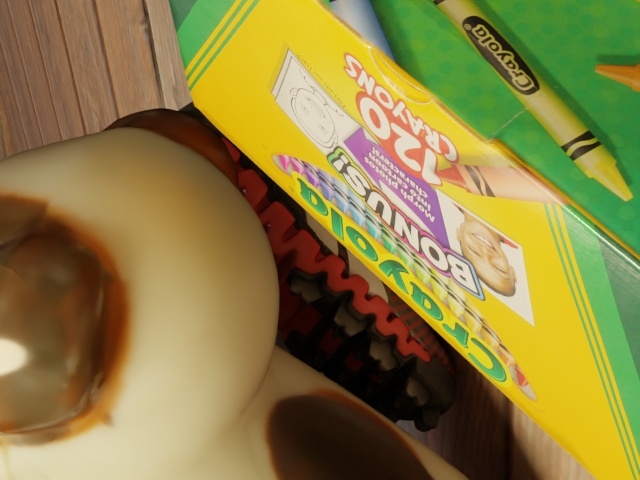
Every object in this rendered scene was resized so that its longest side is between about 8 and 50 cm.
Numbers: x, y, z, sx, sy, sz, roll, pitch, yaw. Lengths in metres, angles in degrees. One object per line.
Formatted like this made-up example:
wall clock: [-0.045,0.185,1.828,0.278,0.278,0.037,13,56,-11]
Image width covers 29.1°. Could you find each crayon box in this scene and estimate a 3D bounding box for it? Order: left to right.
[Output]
crayon box: [0.057,-0.039,0.471,0.278,0.081,0.165,43,162,22]

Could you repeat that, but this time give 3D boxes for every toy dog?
toy dog: [-0.075,0.137,0.680,0.395,0.284,0.408,-16,113,37]

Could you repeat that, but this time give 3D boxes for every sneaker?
sneaker: [0.000,0.000,0.815,0.276,0.135,0.097,45,143,3]

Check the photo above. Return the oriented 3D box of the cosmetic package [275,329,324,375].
cosmetic package: [-0.049,0.017,0.929,0.107,0.127,0.238,161,92,-72]
